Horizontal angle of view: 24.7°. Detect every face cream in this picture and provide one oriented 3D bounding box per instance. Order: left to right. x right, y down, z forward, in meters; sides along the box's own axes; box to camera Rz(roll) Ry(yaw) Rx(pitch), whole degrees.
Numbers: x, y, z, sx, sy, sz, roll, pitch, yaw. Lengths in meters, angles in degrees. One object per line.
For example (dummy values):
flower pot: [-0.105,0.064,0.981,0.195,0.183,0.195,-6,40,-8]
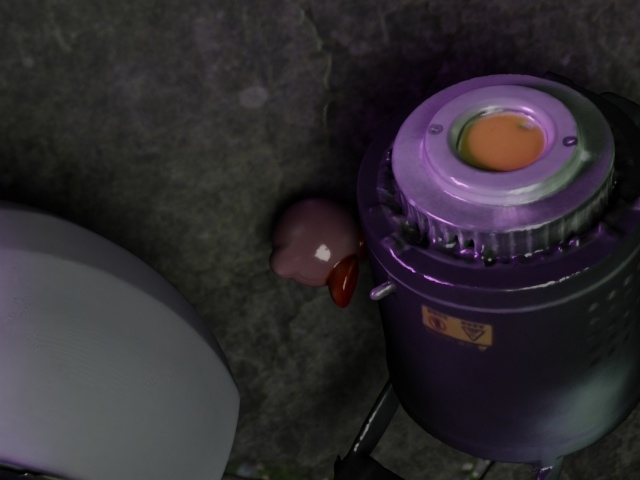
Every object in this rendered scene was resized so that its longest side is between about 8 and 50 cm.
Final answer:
face cream: [-0.249,0.108,0.962,0.357,0.219,0.312,27,116,-38]

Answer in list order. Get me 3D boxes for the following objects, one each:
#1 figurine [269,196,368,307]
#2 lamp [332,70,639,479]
figurine: [0.000,0.000,1.097,0.071,0.083,0.067,17,135,17]
lamp: [0.129,0.023,1.045,0.374,0.205,0.272,-57,148,-10]
